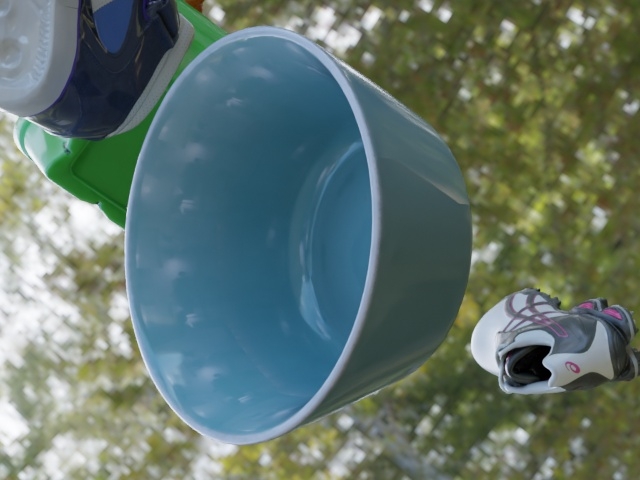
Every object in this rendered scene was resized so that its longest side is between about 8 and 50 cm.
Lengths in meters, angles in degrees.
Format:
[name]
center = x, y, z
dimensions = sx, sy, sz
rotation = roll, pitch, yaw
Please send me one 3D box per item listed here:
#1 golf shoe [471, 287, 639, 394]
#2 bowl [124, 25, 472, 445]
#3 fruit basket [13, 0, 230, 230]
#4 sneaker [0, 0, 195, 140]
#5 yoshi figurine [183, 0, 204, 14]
[golf shoe]
center = 0.224, 0.113, 1.750
dimensions = 0.120, 0.273, 0.105
rotation = -18, -86, -27
[bowl]
center = 0.000, 0.000, 1.258
dimensions = 0.163, 0.311, 0.312
rotation = 4, -61, -39
[fruit basket]
center = -0.144, -0.096, 1.827
dimensions = 0.283, 0.392, 0.392
rotation = -51, -29, 13
[sneaker]
center = -0.188, -0.246, 1.392
dimensions = 0.236, 0.130, 0.323
rotation = 8, -89, -68
[yoshi figurine]
center = -0.160, -0.433, 1.917
dimensions = 0.203, 0.203, 0.362
rotation = -25, -23, -40
